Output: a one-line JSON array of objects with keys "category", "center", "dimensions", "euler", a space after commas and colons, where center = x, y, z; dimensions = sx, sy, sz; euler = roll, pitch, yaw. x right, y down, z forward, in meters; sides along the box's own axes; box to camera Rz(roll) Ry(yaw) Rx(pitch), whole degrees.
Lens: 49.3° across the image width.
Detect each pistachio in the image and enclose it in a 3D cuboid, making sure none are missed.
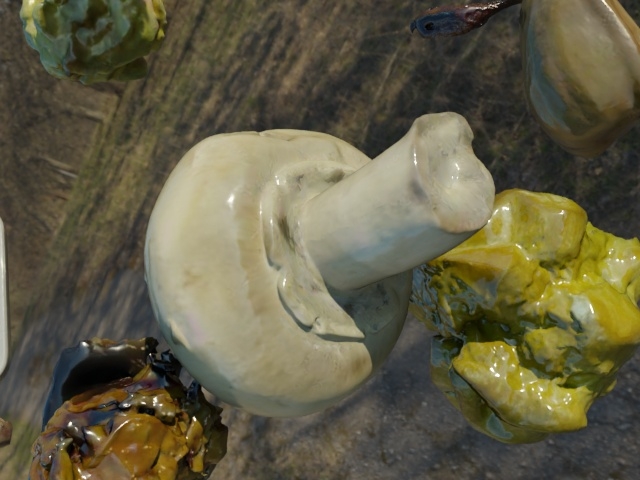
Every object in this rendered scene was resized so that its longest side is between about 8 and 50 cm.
[{"category": "pistachio", "center": [0.353, -0.249, 0.974], "dimensions": [0.213, 0.162, 0.261], "euler": [-40, 67, 60]}]

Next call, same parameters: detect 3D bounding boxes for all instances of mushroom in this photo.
[{"category": "mushroom", "center": [0.000, 0.000, 0.675], "dimensions": [0.336, 0.314, 0.314], "euler": [-33, 43, 45]}]

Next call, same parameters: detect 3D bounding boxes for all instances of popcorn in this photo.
[{"category": "popcorn", "center": [-0.305, -0.306, 0.948], "dimensions": [0.185, 0.187, 0.167], "euler": [-43, 63, 28]}]

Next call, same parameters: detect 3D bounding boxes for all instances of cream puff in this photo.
[{"category": "cream puff", "center": [0.213, 0.098, 0.845], "dimensions": [0.323, 0.269, 0.274], "euler": [117, 167, -76]}]

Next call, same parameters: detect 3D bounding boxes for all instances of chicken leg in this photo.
[{"category": "chicken leg", "center": [0.283, -0.431, 1.329], "dimensions": [0.253, 0.051, 0.106], "euler": [-2, 33, 34]}]

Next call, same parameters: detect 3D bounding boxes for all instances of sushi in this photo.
[{"category": "sushi", "center": [-0.201, 0.219, 0.700], "dimensions": [0.204, 0.213, 0.200], "euler": [40, 134, 54]}]

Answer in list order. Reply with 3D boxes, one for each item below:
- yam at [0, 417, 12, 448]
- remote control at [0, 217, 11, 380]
[{"category": "yam", "center": [-0.462, 0.228, 0.742], "dimensions": [0.046, 0.264, 0.046], "euler": [1, 91, 42]}, {"category": "remote control", "center": [-0.434, 0.069, 0.878], "dimensions": [0.022, 0.077, 0.245], "euler": [111, 149, -64]}]
